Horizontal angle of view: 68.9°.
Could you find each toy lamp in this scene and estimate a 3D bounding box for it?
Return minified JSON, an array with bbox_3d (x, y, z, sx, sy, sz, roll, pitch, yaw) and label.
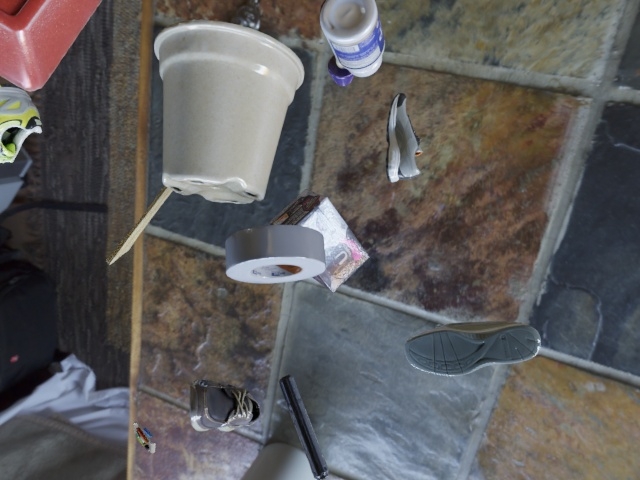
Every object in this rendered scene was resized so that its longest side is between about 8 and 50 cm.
[{"bbox_3d":[0.049,-0.470,1.143,0.080,0.275,0.080,-1,79,7],"label":"toy lamp"}]

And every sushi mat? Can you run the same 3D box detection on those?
[{"bbox_3d":[-0.459,-0.077,1.264,0.019,0.151,0.316,38,98,-11],"label":"sushi mat"}]

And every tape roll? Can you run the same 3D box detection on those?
[{"bbox_3d":[-0.098,0.035,1.028,0.219,0.219,0.072,-12,70,22],"label":"tape roll"}]

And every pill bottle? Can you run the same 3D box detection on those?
[{"bbox_3d":[0.074,-0.420,0.969,0.112,0.186,0.112,-2,84,15],"label":"pill bottle"}]

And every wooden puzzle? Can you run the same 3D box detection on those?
[{"bbox_3d":[-0.424,0.476,1.120,0.078,0.014,0.116,35,136,21],"label":"wooden puzzle"}]

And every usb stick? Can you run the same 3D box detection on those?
[{"bbox_3d":[-0.046,0.495,1.251,0.045,0.077,0.278,-19,69,-13],"label":"usb stick"}]

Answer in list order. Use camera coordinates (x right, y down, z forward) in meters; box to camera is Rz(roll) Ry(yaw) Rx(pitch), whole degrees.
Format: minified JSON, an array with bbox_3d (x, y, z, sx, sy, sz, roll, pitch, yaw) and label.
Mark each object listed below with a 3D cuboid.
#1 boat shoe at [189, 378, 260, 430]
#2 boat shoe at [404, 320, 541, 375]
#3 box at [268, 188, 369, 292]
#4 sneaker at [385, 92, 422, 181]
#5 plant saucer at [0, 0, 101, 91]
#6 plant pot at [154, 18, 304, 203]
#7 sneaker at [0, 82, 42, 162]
[{"bbox_3d":[-0.250,0.443,1.271,0.130,0.355,0.132,-12,67,3],"label":"boat shoe"},{"bbox_3d":[0.372,0.258,1.168,0.320,0.103,0.118,-12,93,8],"label":"boat shoe"},{"bbox_3d":[0.000,0.000,1.355,0.163,0.142,0.247,-43,120,-10],"label":"box"},{"bbox_3d":[0.248,-0.304,1.386,0.108,0.100,0.272,0,81,7],"label":"sneaker"},{"bbox_3d":[-0.315,-0.313,0.413,0.258,0.259,0.047,31,161,-25],"label":"plant saucer"},{"bbox_3d":[-0.217,-0.252,1.038,0.333,0.334,0.306,3,82,19],"label":"plant pot"},{"bbox_3d":[-0.945,-0.261,1.290,0.384,0.145,0.147,-40,84,7],"label":"sneaker"}]
